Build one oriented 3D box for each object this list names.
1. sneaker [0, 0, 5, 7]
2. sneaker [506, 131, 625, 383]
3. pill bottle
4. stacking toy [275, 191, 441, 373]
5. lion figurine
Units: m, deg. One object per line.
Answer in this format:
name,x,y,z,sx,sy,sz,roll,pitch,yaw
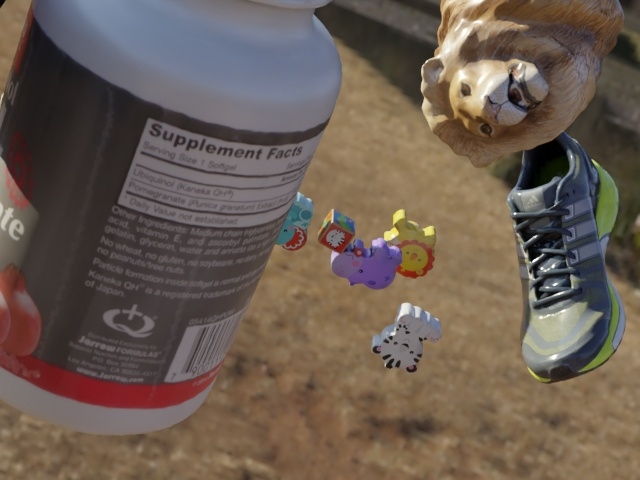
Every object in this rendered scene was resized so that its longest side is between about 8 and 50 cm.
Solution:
sneaker,-0.234,-0.139,0.716,0.202,0.185,0.483,16,46,-30
sneaker,0.229,0.009,1.476,0.121,0.111,0.300,48,33,-37
pill bottle,-0.093,-0.062,0.844,0.176,0.318,0.176,19,26,-10
stacking toy,0.000,0.000,1.179,0.221,0.052,0.167,30,26,-13
lion figurine,0.129,-0.269,1.103,0.142,0.240,0.392,-6,72,-63
